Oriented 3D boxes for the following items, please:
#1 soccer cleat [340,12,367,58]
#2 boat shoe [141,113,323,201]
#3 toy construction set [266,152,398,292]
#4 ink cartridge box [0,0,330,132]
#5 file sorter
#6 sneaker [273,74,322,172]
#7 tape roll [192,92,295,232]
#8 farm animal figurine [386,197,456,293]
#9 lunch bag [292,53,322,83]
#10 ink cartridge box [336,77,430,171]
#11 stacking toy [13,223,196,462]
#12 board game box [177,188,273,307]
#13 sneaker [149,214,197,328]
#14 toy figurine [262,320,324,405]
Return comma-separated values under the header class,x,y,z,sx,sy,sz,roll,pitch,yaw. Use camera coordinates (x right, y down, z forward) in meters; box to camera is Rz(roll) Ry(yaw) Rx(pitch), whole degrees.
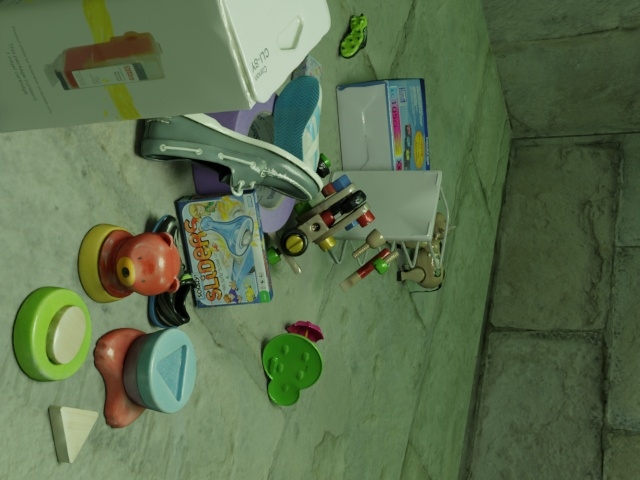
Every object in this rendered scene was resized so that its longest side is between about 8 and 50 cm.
class,x,y,z,sx,sy,sz,roll,pitch,yaw
soccer cleat,0.094,-0.516,2.214,0.072,0.060,0.179,69,28,-42
boat shoe,-0.148,-0.123,1.425,0.319,0.116,0.099,24,71,-19
toy construction set,0.000,0.000,1.841,0.237,0.257,0.309,-39,119,-6
ink cartridge box,-0.217,-0.279,1.080,0.279,0.384,0.160,-61,143,-49
file sorter,0.161,-0.044,2.093,0.173,0.277,0.193,64,34,-52
sneaker,-0.042,-0.206,1.652,0.092,0.087,0.229,30,69,-71
tape roll,-0.137,-0.151,1.634,0.275,0.090,0.275,0,90,-67
farm animal figurine,0.314,0.004,2.563,0.330,0.172,0.327,-40,126,-61
lunch bag,-0.027,-0.371,1.939,0.083,0.053,0.071,26,64,-54
ink cartridge box,0.188,-0.302,2.318,0.395,0.151,0.270,-28,115,-66
stacking toy,-0.283,0.152,1.239,0.279,0.130,0.309,-49,133,-57
board game box,-0.165,0.016,1.501,0.035,0.136,0.201,-68,151,-71
sneaker,-0.239,0.051,1.404,0.067,0.078,0.188,-3,92,-67
toy figurine,-0.046,0.245,1.833,0.159,0.130,0.173,-55,161,-67
